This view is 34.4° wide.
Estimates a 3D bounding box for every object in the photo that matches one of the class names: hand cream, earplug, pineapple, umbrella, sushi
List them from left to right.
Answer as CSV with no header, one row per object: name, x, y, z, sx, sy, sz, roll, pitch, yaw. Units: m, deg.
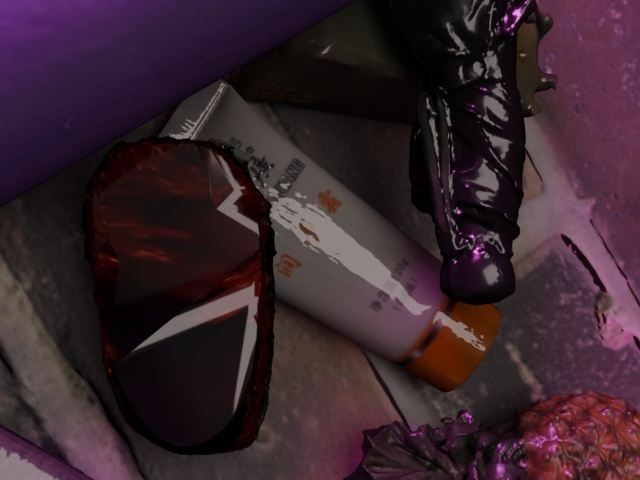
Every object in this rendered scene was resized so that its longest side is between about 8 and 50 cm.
earplug,-0.108,-0.186,0.667,0.456,0.215,0.215,-26,90,0
sushi,-0.096,0.039,0.741,0.136,0.126,0.225,-6,87,-2
hand cream,0.000,0.000,0.839,0.314,0.089,0.139,31,83,-6
umbrella,0.108,-0.131,0.761,0.106,0.113,0.357,8,81,-61
pineapple,0.147,0.191,0.844,0.248,0.128,0.128,-2,80,-18

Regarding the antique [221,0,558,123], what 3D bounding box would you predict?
antique,0.072,-0.172,0.885,0.284,0.150,0.125,7,81,-30

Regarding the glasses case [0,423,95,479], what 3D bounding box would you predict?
glasses case,-0.260,0.176,0.695,0.323,0.074,0.131,34,70,-13
